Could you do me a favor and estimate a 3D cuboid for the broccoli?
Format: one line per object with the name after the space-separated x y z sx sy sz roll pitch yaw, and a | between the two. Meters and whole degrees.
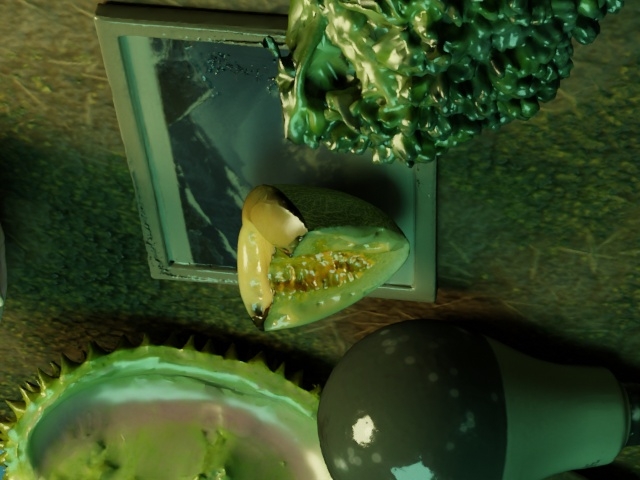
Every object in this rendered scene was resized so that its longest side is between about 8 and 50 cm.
0.055 -0.177 1.095 0.288 0.248 0.246 -18 102 49 | broccoli

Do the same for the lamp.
0.145 0.160 1.592 0.313 0.182 0.182 3 153 -30 | lamp

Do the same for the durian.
-0.125 0.184 1.667 0.355 0.170 0.157 5 147 -1 | durian

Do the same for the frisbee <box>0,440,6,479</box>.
-0.390 0.243 1.935 0.242 0.045 0.242 7 148 5 | frisbee

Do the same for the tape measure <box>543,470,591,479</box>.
0.209 0.317 1.825 0.231 0.133 0.271 28 145 -13 | tape measure

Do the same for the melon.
0.000 0.000 1.411 0.128 0.079 0.160 -3 150 -18 | melon

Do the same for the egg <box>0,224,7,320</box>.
-0.347 0.037 1.516 0.206 0.161 0.271 35 114 17 | egg

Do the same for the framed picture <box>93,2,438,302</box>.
-0.031 -0.058 1.411 0.247 0.022 0.335 5 146 6 | framed picture
